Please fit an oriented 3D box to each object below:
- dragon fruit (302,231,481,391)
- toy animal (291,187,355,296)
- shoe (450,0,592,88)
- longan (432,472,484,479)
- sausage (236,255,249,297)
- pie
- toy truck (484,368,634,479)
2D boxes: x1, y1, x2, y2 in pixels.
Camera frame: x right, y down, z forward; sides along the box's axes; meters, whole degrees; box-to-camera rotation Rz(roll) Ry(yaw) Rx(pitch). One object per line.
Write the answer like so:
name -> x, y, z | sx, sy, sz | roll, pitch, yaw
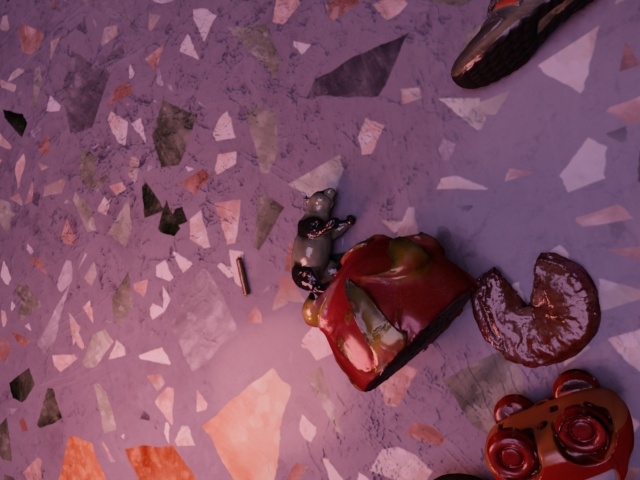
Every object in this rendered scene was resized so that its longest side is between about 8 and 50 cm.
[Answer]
dragon fruit -> 0.110, 0.106, 0.989 | 0.225, 0.305, 0.305 | 48, 110, 20
toy animal -> 0.000, 0.000, 1.149 | 0.121, 0.094, 0.224 | 10, 97, 34
shoe -> 0.341, -0.429, 0.949 | 0.336, 0.132, 0.170 | -40, 65, 24
longan -> 0.267, 0.518, 0.991 | 0.167, 0.167, 0.187 | -44, 77, 20
sausage -> -0.184, 0.085, 1.278 | 0.015, 0.015, 0.100 | -15, 85, 26
pie -> 0.387, 0.125, 0.979 | 0.219, 0.054, 0.204 | -35, 76, 23
toy truck -> 0.412, 0.374, 0.909 | 0.265, 0.189, 0.239 | -33, 87, 24
